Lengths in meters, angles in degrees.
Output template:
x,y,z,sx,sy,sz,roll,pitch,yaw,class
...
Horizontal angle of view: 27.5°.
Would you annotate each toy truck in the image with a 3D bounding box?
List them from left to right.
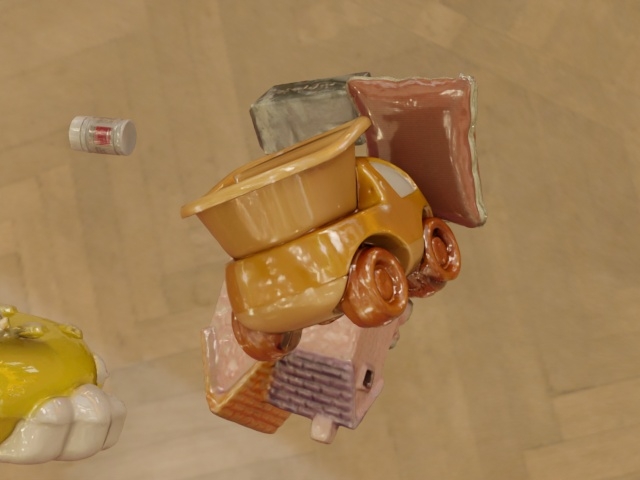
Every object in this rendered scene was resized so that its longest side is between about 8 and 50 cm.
x,y,z,sx,sy,sz,roll,pitch,yaw,class
0.000,0.000,1.398,0.204,0.288,0.212,-19,97,33,toy truck

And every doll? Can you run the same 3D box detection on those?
x,y,z,sx,sy,sz,roll,pitch,yaw,class
-0.260,0.083,0.887,0.237,0.252,0.111,35,111,58,doll

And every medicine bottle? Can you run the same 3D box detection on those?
x,y,z,sx,sy,sz,roll,pitch,yaw,class
-0.341,-0.164,2.053,0.091,0.058,0.058,6,86,17,medicine bottle

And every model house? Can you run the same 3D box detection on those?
x,y,z,sx,sy,sz,roll,pitch,yaw,class
-0.021,0.156,1.788,0.237,0.202,0.237,14,78,22,model house

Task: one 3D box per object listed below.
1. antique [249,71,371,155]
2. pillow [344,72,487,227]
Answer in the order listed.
x,y,z,sx,sy,sz,roll,pitch,yaw,class
-0.011,-0.188,1.957,0.183,0.088,0.086,-5,115,28,antique
0.116,-0.105,1.505,0.171,0.075,0.179,7,115,38,pillow
